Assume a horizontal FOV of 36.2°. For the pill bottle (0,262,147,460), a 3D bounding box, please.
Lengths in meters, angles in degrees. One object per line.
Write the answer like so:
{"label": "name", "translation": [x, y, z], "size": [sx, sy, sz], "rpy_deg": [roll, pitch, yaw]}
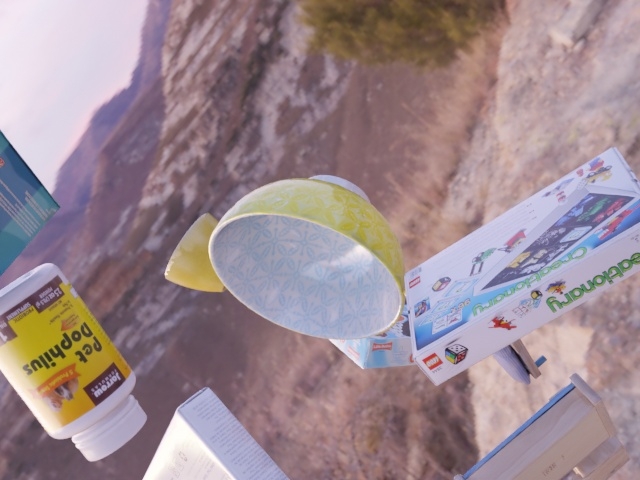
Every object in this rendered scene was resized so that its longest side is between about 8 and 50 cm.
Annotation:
{"label": "pill bottle", "translation": [-0.292, 0.141, 1.112], "size": [0.117, 0.215, 0.117], "rpy_deg": [-32, 12, 7]}

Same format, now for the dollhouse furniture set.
{"label": "dollhouse furniture set", "translation": [0.223, 0.209, 1.328], "size": [0.198, 0.286, 0.303], "rpy_deg": [-39, 53, 0]}

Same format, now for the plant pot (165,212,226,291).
{"label": "plant pot", "translation": [-0.188, 0.034, 1.670], "size": [0.134, 0.095, 0.134], "rpy_deg": [-57, -7, -11]}

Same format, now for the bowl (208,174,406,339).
{"label": "bowl", "translation": [0.000, 0.000, 1.418], "size": [0.289, 0.289, 0.156], "rpy_deg": [-40, 22, 51]}

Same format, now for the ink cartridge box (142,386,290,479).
{"label": "ink cartridge box", "translation": [-0.105, 0.399, 1.343], "size": [0.071, 0.330, 0.324], "rpy_deg": [-35, -14, -35]}

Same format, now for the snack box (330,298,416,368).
{"label": "snack box", "translation": [0.076, 0.130, 1.746], "size": [0.322, 0.187, 0.060], "rpy_deg": [35, 120, 53]}

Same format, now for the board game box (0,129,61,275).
{"label": "board game box", "translation": [-0.421, 0.030, 0.944], "size": [0.336, 0.079, 0.254], "rpy_deg": [-52, -12, -14]}

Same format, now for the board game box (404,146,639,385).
{"label": "board game box", "translation": [0.239, 0.025, 1.129], "size": [0.305, 0.053, 0.193], "rpy_deg": [-32, 22, 17]}
